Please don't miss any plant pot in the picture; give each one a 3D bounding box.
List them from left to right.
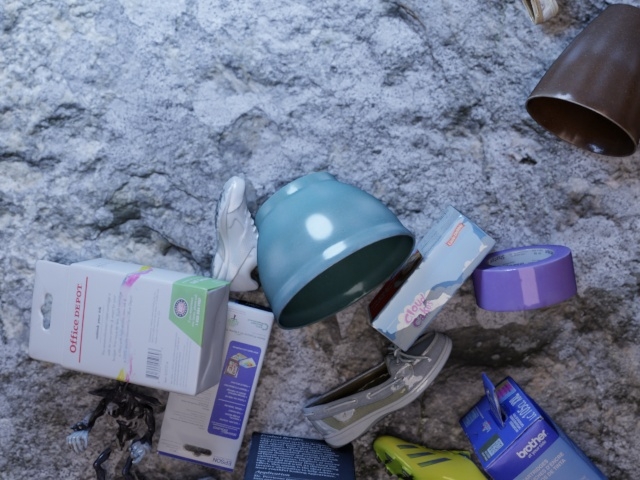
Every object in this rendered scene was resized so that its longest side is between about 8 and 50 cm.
[{"bbox_3d":[0.000,0.000,1.781,0.293,0.293,0.196,-34,72,5],"label":"plant pot"},{"bbox_3d":[0.520,-0.305,1.770,0.215,0.215,0.230,28,84,-5],"label":"plant pot"}]

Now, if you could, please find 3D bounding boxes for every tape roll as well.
[{"bbox_3d":[0.380,0.068,1.823,0.189,0.189,0.080,-12,100,1],"label":"tape roll"}]

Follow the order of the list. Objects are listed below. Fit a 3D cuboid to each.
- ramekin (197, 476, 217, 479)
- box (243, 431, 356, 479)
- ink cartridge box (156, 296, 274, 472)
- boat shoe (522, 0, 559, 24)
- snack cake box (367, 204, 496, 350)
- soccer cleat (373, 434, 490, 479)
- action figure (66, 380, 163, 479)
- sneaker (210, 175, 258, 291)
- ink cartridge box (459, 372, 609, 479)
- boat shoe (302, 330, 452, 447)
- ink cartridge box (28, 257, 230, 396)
[{"bbox_3d":[-0.251,0.571,1.895,0.109,0.207,0.207,-11,100,10],"label":"ramekin"},{"bbox_3d":[-0.054,0.566,1.794,0.211,0.395,0.294,7,99,-1],"label":"box"},{"bbox_3d":[-0.206,0.275,1.912,0.165,0.065,0.333,15,98,-3],"label":"ink cartridge box"},{"bbox_3d":[0.375,-0.475,1.796,0.059,0.063,0.170,-35,99,-1],"label":"boat shoe"},{"bbox_3d":[0.205,0.068,1.839,0.089,0.152,0.264,38,97,-7],"label":"snack cake box"},{"bbox_3d":[0.239,0.458,1.952,0.289,0.093,0.121,32,67,-1],"label":"soccer cleat"},{"bbox_3d":[-0.394,0.388,1.891,0.164,0.141,0.276,5,101,10],"label":"action figure"},{"bbox_3d":[-0.147,-0.009,1.862,0.115,0.090,0.232,3,108,-8],"label":"sneaker"},{"bbox_3d":[0.420,0.428,1.843,0.151,0.270,0.395,-45,98,4],"label":"ink cartridge box"},{"bbox_3d":[0.115,0.275,1.893,0.320,0.118,0.103,-38,102,12],"label":"boat shoe"},{"bbox_3d":[-0.361,0.151,1.833,0.353,0.119,0.207,10,99,16],"label":"ink cartridge box"}]
